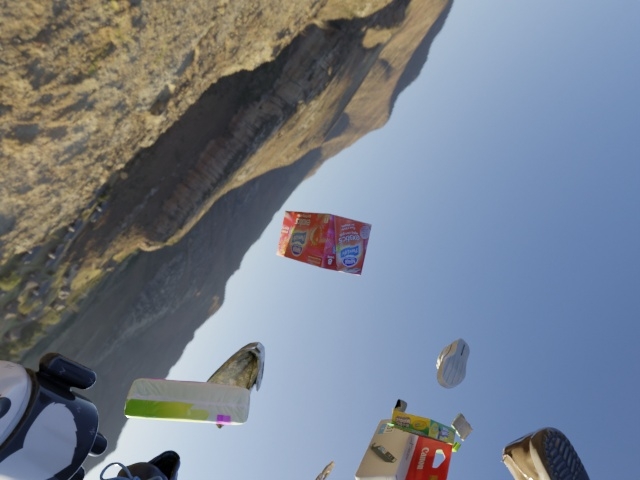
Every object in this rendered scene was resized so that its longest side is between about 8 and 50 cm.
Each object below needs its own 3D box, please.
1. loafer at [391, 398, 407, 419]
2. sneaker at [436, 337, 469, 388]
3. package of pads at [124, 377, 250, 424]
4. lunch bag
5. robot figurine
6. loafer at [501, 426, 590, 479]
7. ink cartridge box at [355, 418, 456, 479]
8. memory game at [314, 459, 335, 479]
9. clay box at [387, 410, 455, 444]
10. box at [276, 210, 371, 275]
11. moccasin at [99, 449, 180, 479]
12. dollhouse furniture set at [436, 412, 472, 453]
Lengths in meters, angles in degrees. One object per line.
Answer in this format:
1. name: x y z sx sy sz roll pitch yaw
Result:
1. loafer: 0.347 0.783 1.956 0.056 0.050 0.148 -35 -168 41
2. sneaker: 0.452 0.441 1.510 0.091 0.094 0.258 -47 168 35
3. package of pads: -0.351 0.430 1.162 0.229 0.296 0.101 132 -34 -65
4. lunch bag: -0.305 0.512 1.608 0.287 0.169 0.235 -50 178 -6
5. robot figurine: -0.491 0.314 0.712 0.173 0.278 0.209 -19 -136 12
6. loafer: 0.473 0.537 0.828 0.133 0.366 0.130 -14 168 -36
7. ink cartridge box: 0.281 0.678 1.386 0.261 0.066 0.296 -16 -174 26
8. memory game: -0.012 0.786 1.382 0.186 0.012 0.186 -42 152 -29
9. clay box: 0.311 0.573 1.326 0.127 0.222 0.053 -4 -120 39
10. box: 0.000 0.000 1.090 0.256 0.122 0.128 11 -90 61
11. moccasin: -0.341 0.451 0.773 0.342 0.137 0.117 119 -7 -75
12. dollhouse furniture set: 0.462 0.688 1.528 0.151 0.076 0.058 -35 177 -26
